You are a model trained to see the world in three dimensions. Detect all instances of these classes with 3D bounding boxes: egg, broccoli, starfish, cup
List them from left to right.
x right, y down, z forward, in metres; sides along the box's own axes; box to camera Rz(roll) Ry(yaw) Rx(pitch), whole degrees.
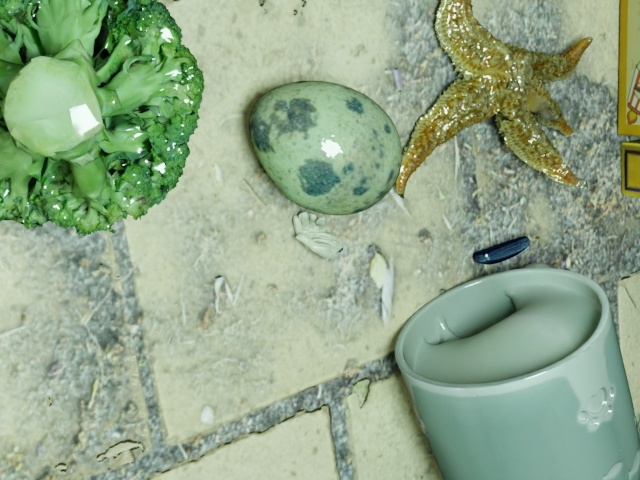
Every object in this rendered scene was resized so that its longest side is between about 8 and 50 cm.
[{"bbox_3d":[-0.230,-0.123,0.921,0.269,0.270,0.270,-2,102,-9],"label":"broccoli"},{"bbox_3d":[0.004,-0.102,1.161,0.181,0.141,0.141,26,83,-27],"label":"egg"},{"bbox_3d":[0.249,-0.169,1.355,0.293,0.084,0.302,15,85,-35],"label":"starfish"},{"bbox_3d":[0.272,0.190,1.357,0.357,0.259,0.275,-54,131,-53],"label":"cup"}]

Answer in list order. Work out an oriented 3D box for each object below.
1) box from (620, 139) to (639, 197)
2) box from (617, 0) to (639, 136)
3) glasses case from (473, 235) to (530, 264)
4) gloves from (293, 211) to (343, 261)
[{"bbox_3d":[0.611,-0.113,1.551,0.301,0.192,0.084,-11,105,-33],"label":"box"},{"bbox_3d":[0.580,-0.289,1.490,0.259,0.213,0.284,-11,104,-35],"label":"box"},{"bbox_3d":[0.239,0.016,1.407,0.083,0.033,0.023,-17,89,-32],"label":"glasses case"},{"bbox_3d":[-0.002,0.000,1.231,0.081,0.037,0.044,57,40,-17],"label":"gloves"}]
